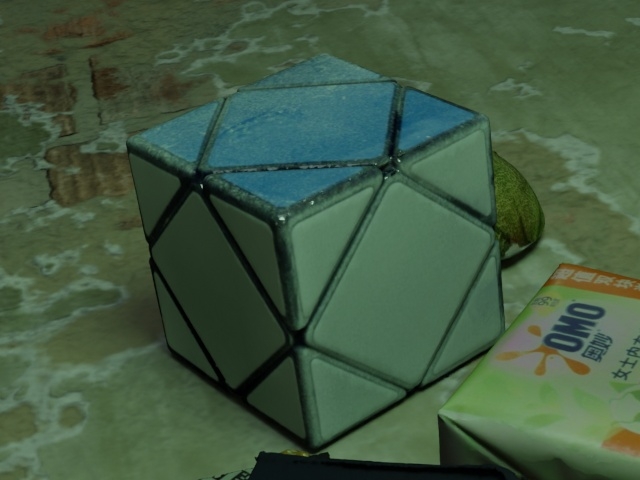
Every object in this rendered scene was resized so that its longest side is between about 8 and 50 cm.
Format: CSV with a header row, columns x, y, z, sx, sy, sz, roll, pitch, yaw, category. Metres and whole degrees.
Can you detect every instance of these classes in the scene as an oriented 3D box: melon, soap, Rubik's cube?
x,y,z,sx,sy,sz,roll,pitch,yaw,category
0.132,-0.034,1.284,0.160,0.079,0.128,-24,33,-27,melon
0.195,0.128,0.934,0.182,0.138,0.199,11,36,31,soap
0.000,0.000,1.131,0.205,0.207,0.205,-25,33,-30,Rubik's cube

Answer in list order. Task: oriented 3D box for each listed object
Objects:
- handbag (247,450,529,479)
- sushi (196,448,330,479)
x,y,z,sx,sy,sz,roll,pitch,yaw,category
-0.040,0.257,0.750,0.269,0.118,0.325,-1,36,45,handbag
-0.045,0.184,1.004,0.126,0.026,0.120,-12,31,-7,sushi
